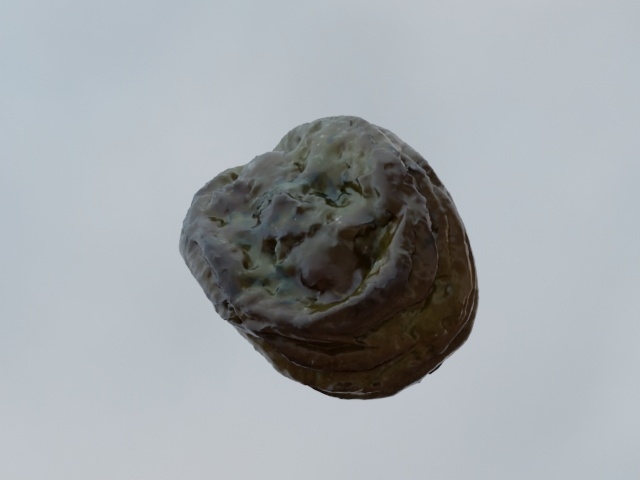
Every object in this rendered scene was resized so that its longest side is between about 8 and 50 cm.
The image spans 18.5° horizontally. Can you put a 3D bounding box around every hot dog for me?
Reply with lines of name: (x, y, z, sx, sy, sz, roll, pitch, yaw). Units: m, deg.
hot dog: (0.000, 0.000, 1.517, 0.196, 0.272, 0.122, -33, -45, -4)
